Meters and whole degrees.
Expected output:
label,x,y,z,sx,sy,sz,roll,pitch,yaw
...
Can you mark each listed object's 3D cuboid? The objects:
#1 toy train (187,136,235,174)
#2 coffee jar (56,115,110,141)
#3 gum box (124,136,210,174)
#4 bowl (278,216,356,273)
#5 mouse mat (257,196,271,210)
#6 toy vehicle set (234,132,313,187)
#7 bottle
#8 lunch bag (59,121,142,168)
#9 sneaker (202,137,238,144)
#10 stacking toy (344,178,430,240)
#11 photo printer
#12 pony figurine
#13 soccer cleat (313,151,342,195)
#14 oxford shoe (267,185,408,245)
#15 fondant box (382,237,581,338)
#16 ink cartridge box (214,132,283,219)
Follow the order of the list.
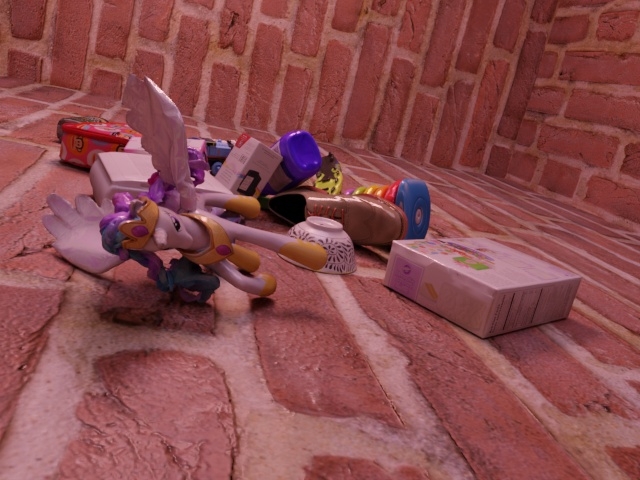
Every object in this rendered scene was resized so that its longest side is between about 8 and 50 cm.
label,x,y,z,sx,sy,sz,roll,pitch,yaw
toy train,-0.325,-0.256,1.799,0.080,0.105,0.184,26,19,38
coffee jar,-0.714,-0.335,1.805,0.096,0.079,0.184,13,15,1
gum box,-0.356,-0.181,1.408,0.188,0.107,0.062,3,39,3
bowl,0.000,0.000,1.198,0.169,0.080,0.170,12,16,-3
mouse mat,-0.117,-0.093,1.578,0.189,0.007,0.153,14,15,-1
toy vehicle set,-0.144,-0.237,1.839,0.266,0.035,0.166,32,11,-15
bottle,-0.099,-0.178,1.499,0.092,0.118,0.282,-22,-2,-30
lunch bag,-0.546,-0.251,1.590,0.257,0.120,0.293,12,13,10
sneaker,-0.298,-0.283,1.945,0.291,0.110,0.118,5,8,-28
stacking toy,0.107,-0.076,1.480,0.301,0.175,0.165,9,8,30
photo printer,-0.336,-0.102,1.225,0.255,0.107,0.307,5,16,-29
pony figurine,-0.212,-0.044,0.901,0.351,0.303,0.363,36,11,37
soccer cleat,0.032,-0.166,1.805,0.093,0.121,0.289,-15,31,9
oxford shoe,0.030,-0.049,1.353,0.348,0.123,0.130,11,14,37
fondant box,0.320,0.078,1.161,0.330,0.096,0.238,0,20,-44
ink cartridge box,-0.183,-0.153,1.396,0.072,0.175,0.127,31,4,-33
